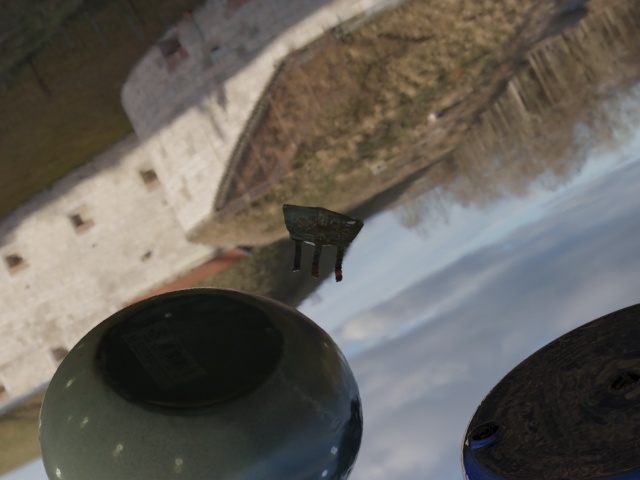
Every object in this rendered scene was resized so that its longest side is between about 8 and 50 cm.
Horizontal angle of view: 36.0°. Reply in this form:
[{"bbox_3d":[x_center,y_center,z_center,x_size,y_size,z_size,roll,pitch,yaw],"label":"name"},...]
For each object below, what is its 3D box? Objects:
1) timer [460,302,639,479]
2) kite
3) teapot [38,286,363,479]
[{"bbox_3d":[0.301,0.259,0.735,0.270,0.383,0.270,-27,-169,6],"label":"timer"},{"bbox_3d":[0.000,0.001,1.567,0.141,0.015,0.245,9,-154,-1],"label":"kite"},{"bbox_3d":[-0.065,0.161,0.600,0.184,0.251,0.183,-1,-146,1],"label":"teapot"}]
